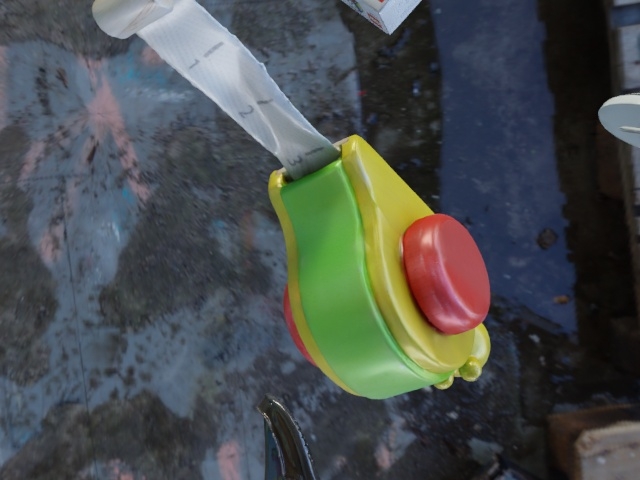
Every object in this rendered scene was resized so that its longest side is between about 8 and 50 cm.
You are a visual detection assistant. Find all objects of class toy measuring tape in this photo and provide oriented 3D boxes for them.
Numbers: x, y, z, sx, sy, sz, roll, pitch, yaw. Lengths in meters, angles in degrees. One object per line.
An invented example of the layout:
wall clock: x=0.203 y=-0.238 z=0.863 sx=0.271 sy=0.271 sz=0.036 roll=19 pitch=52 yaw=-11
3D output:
toy measuring tape: x=0.000 y=0.000 z=0.557 sx=0.121 sy=0.121 sz=0.330 roll=-50 pitch=127 yaw=-3

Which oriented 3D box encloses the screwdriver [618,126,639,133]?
screwdriver: x=0.289 y=-0.075 z=0.750 sx=0.024 sy=0.170 sz=0.025 roll=-56 pitch=133 yaw=-14

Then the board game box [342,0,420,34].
board game box: x=0.020 y=-0.370 z=1.047 sx=0.305 sy=0.053 sz=0.193 roll=41 pitch=88 yaw=23

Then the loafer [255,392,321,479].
loafer: x=-0.044 y=0.310 z=1.359 sx=0.078 sy=0.080 sz=0.220 roll=-23 pitch=76 yaw=-3

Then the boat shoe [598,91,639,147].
boat shoe: x=0.432 y=-0.150 z=1.184 sx=0.070 sy=0.219 sz=0.078 roll=-54 pitch=131 yaw=-24
